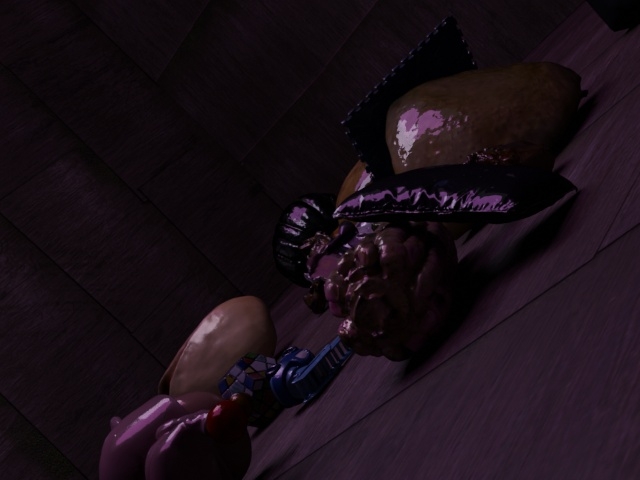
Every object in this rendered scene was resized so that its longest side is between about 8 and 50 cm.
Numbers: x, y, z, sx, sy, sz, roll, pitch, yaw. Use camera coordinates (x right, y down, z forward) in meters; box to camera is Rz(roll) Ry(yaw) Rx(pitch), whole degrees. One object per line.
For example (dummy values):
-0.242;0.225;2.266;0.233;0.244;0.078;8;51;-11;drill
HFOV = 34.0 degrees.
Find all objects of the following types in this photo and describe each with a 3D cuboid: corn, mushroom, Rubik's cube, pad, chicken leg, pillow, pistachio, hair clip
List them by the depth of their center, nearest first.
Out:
0.131;-0.044;1.021;0.208;0.055;0.141;2;18;38;pillow
0.092;0.031;1.109;0.126;0.126;0.335;-45;-1;18;corn
0.170;-0.066;1.193;0.197;0.069;0.085;-13;12;-14;chicken leg
0.224;-0.170;1.412;0.217;0.212;0.292;-50;-8;32;mushroom
-0.098;0.219;1.532;0.111;0.111;0.093;-48;-24;-55;Rubik's cube
0.168;-0.153;1.556;0.012;0.269;0.270;13;53;49;pad
0.058;0.032;1.696;0.146;0.056;0.187;-37;27;-26;hair clip
0.012;0.073;2.117;0.080;0.125;0.196;-33;-45;-31;chicken leg
-0.214;0.245;2.201;0.299;0.187;0.187;-48;2;-10;pistachio

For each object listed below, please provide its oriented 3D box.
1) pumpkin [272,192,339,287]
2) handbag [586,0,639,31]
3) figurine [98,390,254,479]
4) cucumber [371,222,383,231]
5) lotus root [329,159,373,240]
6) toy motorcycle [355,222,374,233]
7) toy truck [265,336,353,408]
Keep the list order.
0.000;0.000;2.269;0.162;0.220;0.220;22;61;45;pumpkin
0.478;-0.518;1.632;0.178;0.302;0.275;-39;1;-29;handbag
-0.137;0.252;1.155;0.186;0.176;0.287;-28;1;-21;figurine
0.143;-0.014;1.673;0.107;0.035;0.067;8;16;40;cucumber
0.110;-0.072;2.127;0.310;0.182;0.183;-52;1;7;lotus root
0.084;0.024;1.822;0.112;0.112;0.254;-45;8;33;toy motorcycle
-0.008;0.161;1.369;0.074;0.063;0.136;-16;21;44;toy truck
